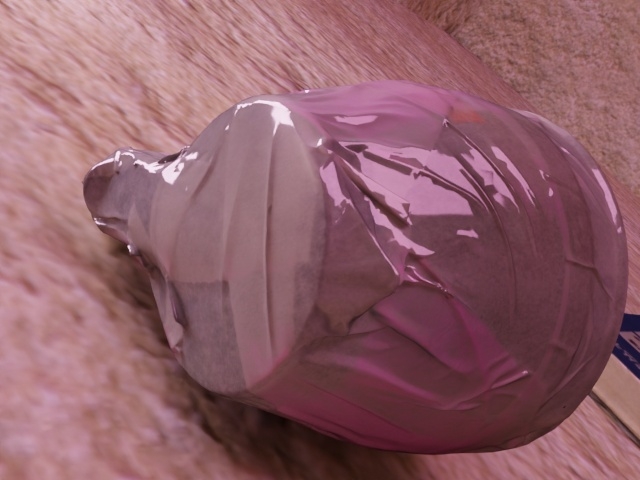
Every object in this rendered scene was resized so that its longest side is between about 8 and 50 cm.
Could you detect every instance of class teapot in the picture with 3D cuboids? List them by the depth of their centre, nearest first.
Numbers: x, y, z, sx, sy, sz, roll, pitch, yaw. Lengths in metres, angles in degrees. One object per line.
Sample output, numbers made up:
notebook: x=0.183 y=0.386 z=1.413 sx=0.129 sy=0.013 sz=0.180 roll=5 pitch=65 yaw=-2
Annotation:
teapot: x=0.008 y=-0.010 z=0.415 sx=0.178 sy=0.163 sz=0.221 roll=10 pitch=33 yaw=-40

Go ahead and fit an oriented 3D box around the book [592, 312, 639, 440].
book: x=0.386 y=0.177 z=0.841 sx=0.428 sy=0.039 sz=0.300 roll=9 pitch=34 yaw=-54
